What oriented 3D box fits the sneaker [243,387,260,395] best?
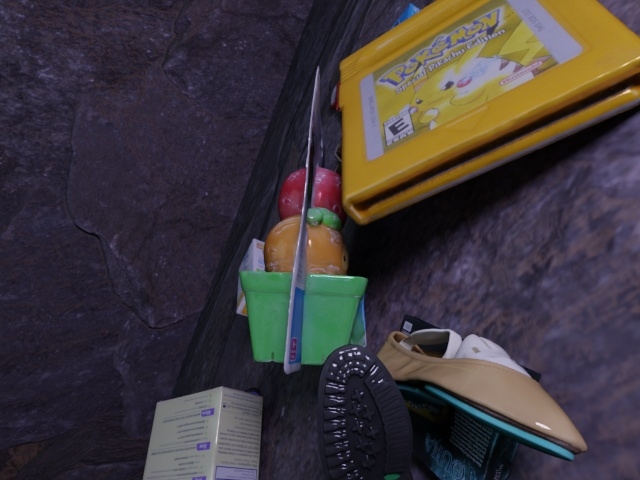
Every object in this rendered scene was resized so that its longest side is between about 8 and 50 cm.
[{"bbox_3d":[-0.202,0.435,0.976,0.221,0.087,0.083,-56,-13,1],"label":"sneaker"}]

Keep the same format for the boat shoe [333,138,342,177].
[{"bbox_3d":[0.084,-0.148,0.700,0.324,0.117,0.123,-13,59,68],"label":"boat shoe"}]

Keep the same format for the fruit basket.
[{"bbox_3d":[0.000,0.000,0.613,0.327,0.166,0.352,82,-163,-77],"label":"fruit basket"}]

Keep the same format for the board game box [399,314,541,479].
[{"bbox_3d":[0.122,0.158,0.431,0.126,0.026,0.186,-71,19,-2],"label":"board game box"}]

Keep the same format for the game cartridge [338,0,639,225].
[{"bbox_3d":[0.148,-0.194,0.487,0.286,0.053,0.323,-24,43,25],"label":"game cartridge"}]

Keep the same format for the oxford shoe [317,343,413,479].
[{"bbox_3d":[0.042,0.196,0.399,0.096,0.083,0.227,-126,23,-78],"label":"oxford shoe"}]

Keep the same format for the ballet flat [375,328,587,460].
[{"bbox_3d":[0.111,0.109,0.358,0.073,0.080,0.232,-64,18,-18],"label":"ballet flat"}]

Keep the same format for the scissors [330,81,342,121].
[{"bbox_3d":[0.053,-0.351,1.144,0.109,0.021,0.296,-45,32,46],"label":"scissors"}]

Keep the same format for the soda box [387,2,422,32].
[{"bbox_3d":[0.136,-0.341,0.821,0.210,0.071,0.067,-34,39,59],"label":"soda box"}]

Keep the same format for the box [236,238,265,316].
[{"bbox_3d":[-0.134,0.100,1.050,0.103,0.114,0.203,-61,19,21],"label":"box"}]

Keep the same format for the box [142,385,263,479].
[{"bbox_3d":[-0.233,0.435,0.833,0.214,0.117,0.242,-24,50,30],"label":"box"}]
